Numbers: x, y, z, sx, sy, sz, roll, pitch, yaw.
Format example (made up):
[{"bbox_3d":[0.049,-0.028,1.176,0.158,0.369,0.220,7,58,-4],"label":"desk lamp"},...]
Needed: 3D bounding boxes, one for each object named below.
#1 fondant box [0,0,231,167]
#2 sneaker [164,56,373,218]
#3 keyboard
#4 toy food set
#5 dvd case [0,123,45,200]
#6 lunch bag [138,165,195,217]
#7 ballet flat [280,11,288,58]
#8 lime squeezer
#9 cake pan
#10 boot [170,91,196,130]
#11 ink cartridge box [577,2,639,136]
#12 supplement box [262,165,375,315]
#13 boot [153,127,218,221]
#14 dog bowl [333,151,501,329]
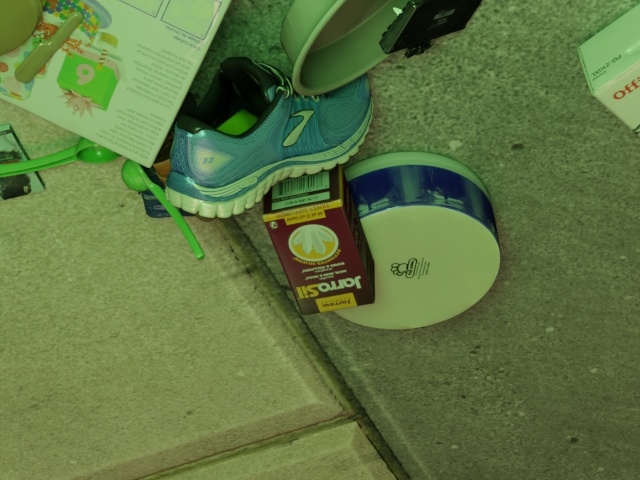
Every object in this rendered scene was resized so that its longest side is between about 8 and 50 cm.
[{"bbox_3d":[-0.224,-0.270,1.472,0.238,0.096,0.330,25,123,-8],"label":"fondant box"},{"bbox_3d":[-0.049,-0.151,1.595,0.130,0.330,0.147,24,129,29],"label":"sneaker"},{"bbox_3d":[0.131,-0.259,1.593,0.180,0.023,0.108,-25,155,-49],"label":"keyboard"},{"bbox_3d":[-0.354,-0.234,1.403,0.132,0.038,0.192,-40,147,28],"label":"toy food set"},{"bbox_3d":[-0.426,-0.099,1.785,0.087,0.013,0.119,-12,136,7],"label":"dvd case"},{"bbox_3d":[-0.197,-0.075,1.798,0.098,0.067,0.065,-4,137,-1],"label":"lunch bag"},{"bbox_3d":[-0.012,-0.259,1.621,0.058,0.049,0.173,1,153,-15],"label":"ballet flat"},{"bbox_3d":[-0.266,-0.080,1.733,0.310,0.110,0.059,22,149,12],"label":"lime squeezer"},{"bbox_3d":[0.068,-0.279,1.506,0.293,0.054,0.293,-38,168,-9],"label":"cake pan"},{"bbox_3d":[-0.185,-0.259,1.585,0.229,0.091,0.263,-35,128,28],"label":"boot"},{"bbox_3d":[0.467,-0.203,1.714,0.172,0.100,0.237,-35,131,28],"label":"ink cartridge box"},{"bbox_3d":[0.000,0.000,1.744,0.104,0.080,0.188,-11,132,10],"label":"supplement box"},{"bbox_3d":[-0.114,-0.119,1.700,0.197,0.073,0.152,-44,145,-4],"label":"boot"},{"bbox_3d":[0.116,0.004,1.893,0.265,0.104,0.265,-3,137,-3],"label":"dog bowl"}]
